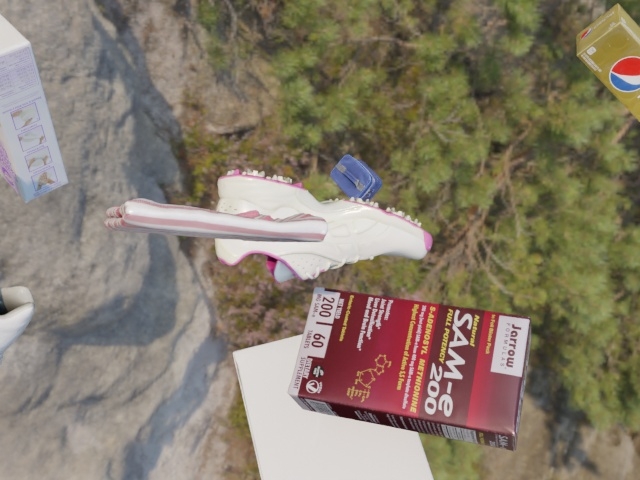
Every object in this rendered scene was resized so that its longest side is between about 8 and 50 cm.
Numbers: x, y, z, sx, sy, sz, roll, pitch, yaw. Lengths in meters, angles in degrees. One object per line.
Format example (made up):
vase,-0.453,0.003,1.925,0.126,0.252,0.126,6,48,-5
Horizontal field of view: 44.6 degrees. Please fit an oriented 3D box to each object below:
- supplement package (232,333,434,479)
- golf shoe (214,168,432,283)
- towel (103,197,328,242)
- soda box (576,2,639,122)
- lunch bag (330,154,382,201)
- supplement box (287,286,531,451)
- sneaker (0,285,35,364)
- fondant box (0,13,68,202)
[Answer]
supplement package,0.016,0.263,1.022,0.145,0.204,0.262,85,-10,-58
golf shoe,0.000,0.000,1.055,0.115,0.306,0.140,172,-69,-77
towel,-0.092,-0.017,0.617,0.144,0.197,0.029,4,89,-19
soda box,0.387,-0.190,0.929,0.181,0.061,0.058,40,38,-16
lunch bag,0.072,-0.121,1.573,0.067,0.098,0.065,-52,150,16
supplement box,0.098,0.135,0.843,0.073,0.239,0.130,64,37,-60
sneaker,-0.440,0.043,0.817,0.129,0.111,0.297,-42,137,14
fondant box,-0.585,-0.262,1.406,0.096,0.238,0.330,-34,149,-27
